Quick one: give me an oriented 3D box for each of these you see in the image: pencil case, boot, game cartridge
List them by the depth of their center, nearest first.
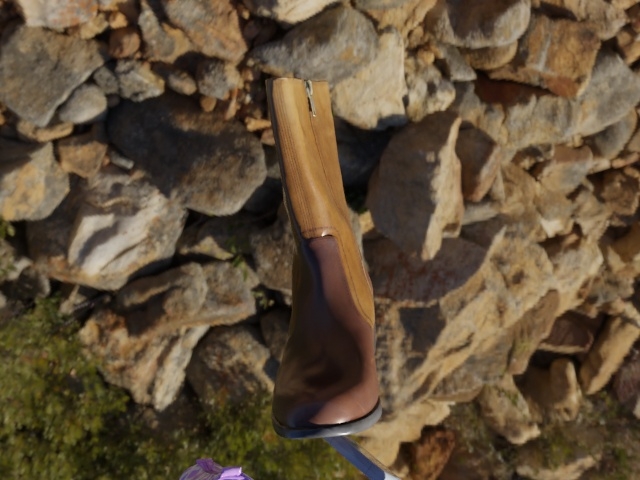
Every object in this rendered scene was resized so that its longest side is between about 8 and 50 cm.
[{"bbox_3d":[0.000,0.000,0.654,0.096,0.264,0.280,-4,104,16],"label":"boot"},{"bbox_3d":[0.040,0.210,0.738,0.017,0.083,0.056,-56,142,-3],"label":"game cartridge"},{"bbox_3d":[-0.125,0.311,0.919,0.086,0.088,0.206,-7,169,-21],"label":"pencil case"}]
